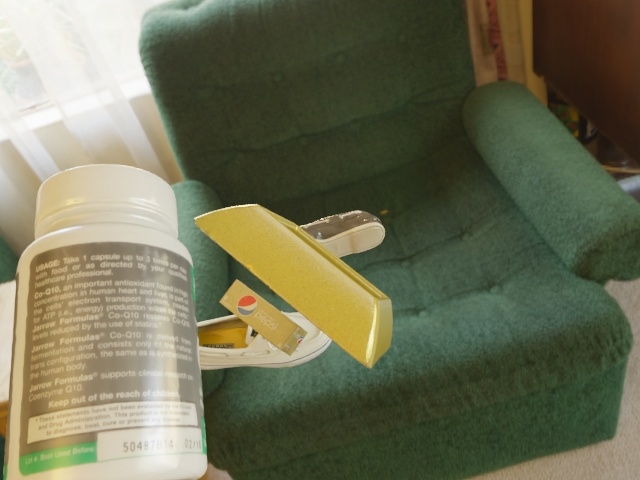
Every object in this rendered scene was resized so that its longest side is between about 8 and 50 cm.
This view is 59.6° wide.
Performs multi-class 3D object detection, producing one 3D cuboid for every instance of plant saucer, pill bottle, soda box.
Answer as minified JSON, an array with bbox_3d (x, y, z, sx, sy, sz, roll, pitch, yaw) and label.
[{"bbox_3d":[-0.008,0.056,0.923,0.333,0.333,0.081,38,92,13],"label":"plant saucer"},{"bbox_3d":[-0.249,0.105,0.661,0.204,0.204,0.361,-13,66,7],"label":"pill bottle"},{"bbox_3d":[-0.117,0.157,1.140,0.181,0.058,0.061,32,79,29],"label":"soda box"}]

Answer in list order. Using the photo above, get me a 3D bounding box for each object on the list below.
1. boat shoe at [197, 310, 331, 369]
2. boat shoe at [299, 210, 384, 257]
[{"bbox_3d":[-0.148,0.214,1.324,0.367,0.156,0.136,-3,57,-5],"label":"boat shoe"},{"bbox_3d":[0.000,0.000,1.450,0.335,0.112,0.095,-14,37,-14],"label":"boat shoe"}]
